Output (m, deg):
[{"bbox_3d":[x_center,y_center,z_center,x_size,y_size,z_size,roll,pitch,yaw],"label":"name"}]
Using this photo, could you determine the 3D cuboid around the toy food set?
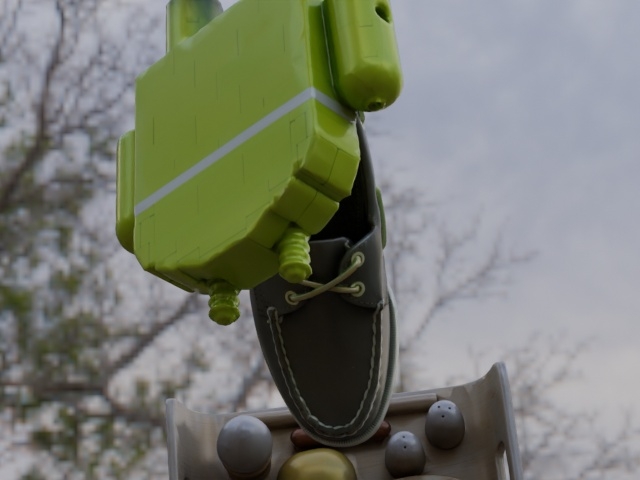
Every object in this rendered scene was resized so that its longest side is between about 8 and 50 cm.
[{"bbox_3d":[0.024,0.222,1.489,0.306,0.220,0.092,-7,-30,1],"label":"toy food set"}]

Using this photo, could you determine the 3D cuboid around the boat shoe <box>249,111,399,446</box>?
[{"bbox_3d":[-0.005,0.001,1.253,0.109,0.305,0.091,-6,-3,3],"label":"boat shoe"}]

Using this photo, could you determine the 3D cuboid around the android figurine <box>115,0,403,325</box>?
[{"bbox_3d":[-0.049,-0.074,1.128,0.248,0.273,0.056,-33,-44,30],"label":"android figurine"}]
